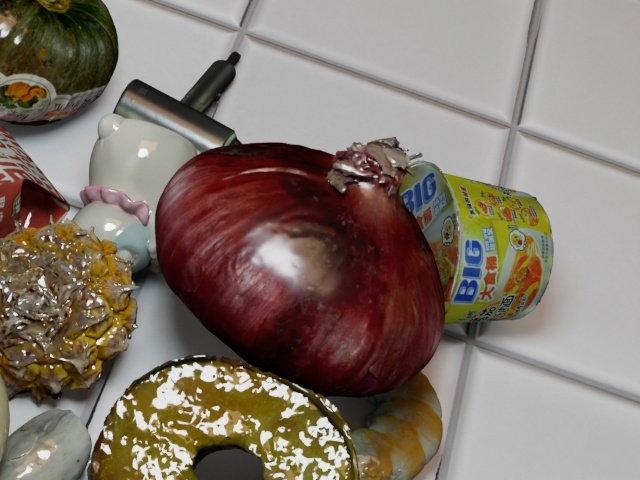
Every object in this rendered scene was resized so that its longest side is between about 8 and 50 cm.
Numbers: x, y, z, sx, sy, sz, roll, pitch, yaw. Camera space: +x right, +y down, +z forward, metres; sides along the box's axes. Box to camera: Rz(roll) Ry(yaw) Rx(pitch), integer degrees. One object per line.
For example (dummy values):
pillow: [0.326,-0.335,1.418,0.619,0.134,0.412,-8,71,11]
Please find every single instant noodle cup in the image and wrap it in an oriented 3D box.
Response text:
instant noodle cup: [0.174,0.015,1.904,0.153,0.205,0.205,7,48,-28]

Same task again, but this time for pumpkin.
pumpkin: [-0.384,-0.252,1.944,0.260,0.189,0.260,35,35,-28]

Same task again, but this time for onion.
onion: [0.000,0.000,1.726,0.348,0.285,0.347,30,22,-13]

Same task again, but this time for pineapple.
pineapple: [-0.301,0.068,1.703,0.225,0.076,0.224,-1,74,4]

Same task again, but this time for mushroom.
mushroom: [-0.331,0.251,1.591,0.092,0.081,0.223,45,53,16]

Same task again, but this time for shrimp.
shrimp: [0.048,0.185,1.784,0.185,0.068,0.287,6,48,-12]

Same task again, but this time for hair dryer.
hair dryer: [-0.133,-0.173,2.037,0.196,0.078,0.248,28,42,3]

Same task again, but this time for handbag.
handbag: [-0.439,-0.050,1.767,0.298,0.151,0.171,-26,57,-38]

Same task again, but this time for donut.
donut: [-0.094,0.249,1.614,0.272,0.107,0.272,-1,72,2]

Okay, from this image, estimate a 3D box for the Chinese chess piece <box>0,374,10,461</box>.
Chinese chess piece: [-0.433,0.180,1.541,0.257,0.104,0.257,-3,31,2]

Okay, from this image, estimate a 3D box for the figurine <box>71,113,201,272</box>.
figurine: [-0.224,-0.012,1.827,0.155,0.127,0.235,33,69,-44]
